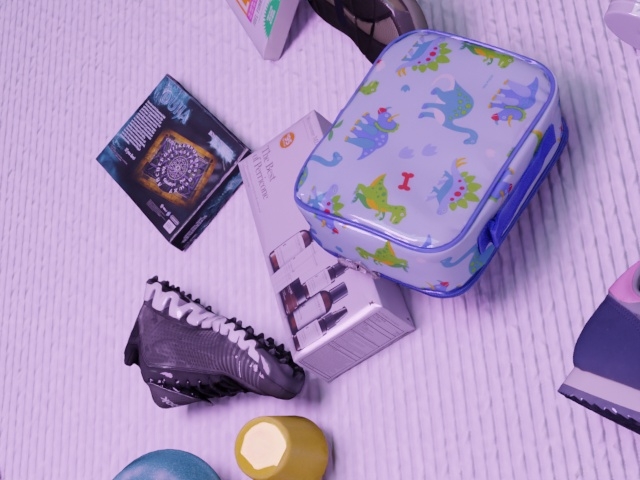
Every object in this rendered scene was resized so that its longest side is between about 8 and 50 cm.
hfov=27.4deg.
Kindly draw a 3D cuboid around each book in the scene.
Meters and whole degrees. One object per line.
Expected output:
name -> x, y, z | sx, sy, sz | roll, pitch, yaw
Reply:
book -> -0.064, -0.271, 1.394 | 0.144, 0.035, 0.096 | 58, 139, 42

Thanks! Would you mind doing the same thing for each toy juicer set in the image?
toy juicer set -> -0.136, 0.282, 1.128 | 0.329, 0.089, 0.209 | -18, 68, 19

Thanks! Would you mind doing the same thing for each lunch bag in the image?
lunch bag -> 0.097, -0.065, 1.101 | 0.176, 0.090, 0.219 | 20, 64, 29

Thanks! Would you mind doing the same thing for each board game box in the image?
board game box -> -0.153, -0.086, 1.383 | 0.126, 0.026, 0.186 | -49, 46, 4

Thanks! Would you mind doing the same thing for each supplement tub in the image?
supplement tub -> 0.289, -0.215, 1.089 | 0.071, 0.071, 0.107 | 25, 82, 43

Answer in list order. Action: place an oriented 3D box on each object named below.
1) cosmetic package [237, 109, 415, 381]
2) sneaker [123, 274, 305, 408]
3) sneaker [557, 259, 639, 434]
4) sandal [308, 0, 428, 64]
cosmetic package -> 0.000, 0.000, 1.194 | 0.099, 0.060, 0.239 | -33, 50, 17
sneaker -> -0.104, 0.116, 1.200 | 0.234, 0.078, 0.106 | 24, 84, 47
sneaker -> 0.311, 0.091, 0.869 | 0.319, 0.112, 0.131 | 15, 78, 40
sandal -> 0.041, -0.265, 1.298 | 0.086, 0.120, 0.303 | -25, 48, -12
